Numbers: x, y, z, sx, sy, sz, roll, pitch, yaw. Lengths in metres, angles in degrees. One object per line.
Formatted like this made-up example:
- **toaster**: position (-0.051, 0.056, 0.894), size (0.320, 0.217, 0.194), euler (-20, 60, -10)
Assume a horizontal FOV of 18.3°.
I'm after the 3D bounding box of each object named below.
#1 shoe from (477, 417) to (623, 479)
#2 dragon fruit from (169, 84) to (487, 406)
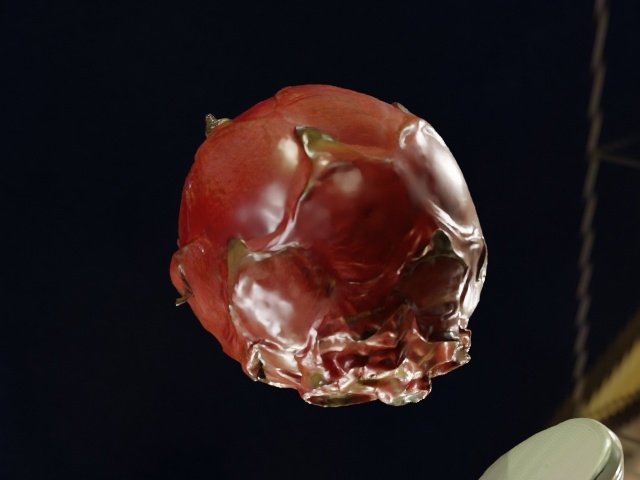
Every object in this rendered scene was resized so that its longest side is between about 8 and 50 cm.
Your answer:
- **shoe**: position (0.136, 0.247, 1.404), size (0.110, 0.095, 0.265), euler (38, -82, -31)
- **dragon fruit**: position (0.008, 0.004, 1.447), size (0.252, 0.241, 0.241), euler (-85, -24, -52)
